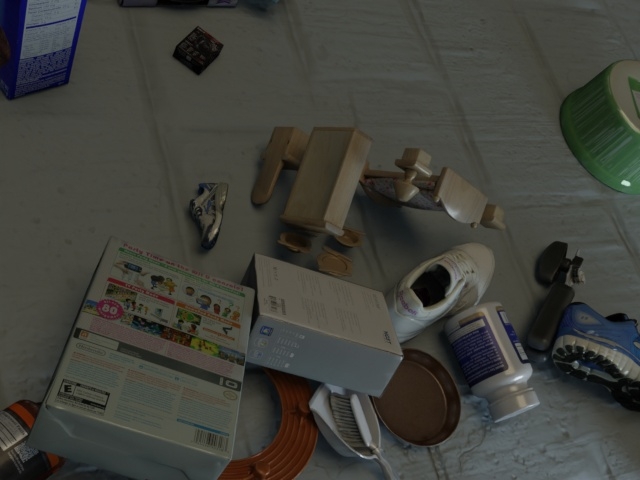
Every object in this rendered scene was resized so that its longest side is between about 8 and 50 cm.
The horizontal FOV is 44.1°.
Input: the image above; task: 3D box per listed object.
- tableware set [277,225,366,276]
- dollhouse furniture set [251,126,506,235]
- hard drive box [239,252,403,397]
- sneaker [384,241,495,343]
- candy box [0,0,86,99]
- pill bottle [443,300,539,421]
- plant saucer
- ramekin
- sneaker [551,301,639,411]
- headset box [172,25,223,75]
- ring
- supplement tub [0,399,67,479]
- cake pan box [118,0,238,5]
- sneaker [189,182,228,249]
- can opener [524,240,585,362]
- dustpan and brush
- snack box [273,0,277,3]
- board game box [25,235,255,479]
[{"bbox_3d":[0.000,0.000,1.347,0.141,0.020,0.168,21,31,0],"label":"tableware set"},{"bbox_3d":[0.099,-0.049,1.410,0.355,0.303,0.174,28,78,-42],"label":"dollhouse furniture set"},{"bbox_3d":[-0.007,0.128,1.221,0.232,0.089,0.181,18,25,-15],"label":"hard drive box"},{"bbox_3d":[0.226,0.076,1.378,0.305,0.152,0.114,-30,76,-38],"label":"sneaker"},{"bbox_3d":[-0.482,-0.420,1.209,0.122,0.317,0.268,-30,78,-36],"label":"candy box"},{"bbox_3d":[0.298,0.209,1.360,0.112,0.112,0.186,-9,67,-30],"label":"pill bottle"},{"bbox_3d":[0.154,0.262,1.309,0.168,0.029,0.168,13,56,-20],"label":"plant saucer"},{"bbox_3d":[0.727,-0.273,1.835,0.303,0.148,0.303,12,57,-20],"label":"ramekin"},{"bbox_3d":[0.574,0.212,1.465,0.330,0.130,0.147,31,56,-22],"label":"sneaker"},{"bbox_3d":[-0.227,-0.359,1.481,0.062,0.032,0.083,36,52,-4],"label":"headset box"},{"bbox_3d":[-0.151,0.211,1.116,0.336,0.032,0.336,20,36,-15],"label":"ring"},{"bbox_3d":[-0.392,0.270,0.982,0.198,0.106,0.106,-33,80,-37],"label":"supplement tub"},{"bbox_3d":[-0.301,-0.570,1.547,0.246,0.070,0.267,-9,67,-28],"label":"cake pan box"},{"bbox_3d":[-0.191,-0.042,1.308,0.058,0.052,0.135,11,50,-9],"label":"sneaker"},{"bbox_3d":[0.446,0.117,1.527,0.093,0.074,0.280,14,46,23],"label":"can opener"},{"bbox_3d":[0.066,0.303,1.210,0.211,0.060,0.147,68,24,-11],"label":"dustpan and brush"},{"bbox_3d":[-0.116,-0.639,1.633,0.187,0.060,0.322,34,42,-18],"label":"snack box"},{"bbox_3d":[-0.217,0.154,1.028,0.224,0.097,0.303,22,36,-14],"label":"board game box"}]
